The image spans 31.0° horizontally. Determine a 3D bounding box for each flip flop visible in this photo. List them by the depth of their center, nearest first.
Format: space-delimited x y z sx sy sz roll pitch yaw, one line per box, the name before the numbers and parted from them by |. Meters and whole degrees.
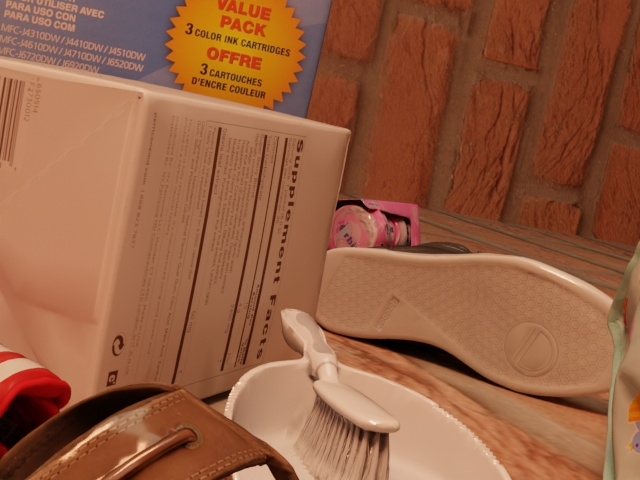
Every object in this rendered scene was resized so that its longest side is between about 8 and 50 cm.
flip flop | -0.081 0.083 0.383 0.277 0.080 0.112 11 6 -4

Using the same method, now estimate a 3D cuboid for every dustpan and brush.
dustpan and brush | 0.006 0.086 0.615 0.147 0.060 0.211 10 7 -19

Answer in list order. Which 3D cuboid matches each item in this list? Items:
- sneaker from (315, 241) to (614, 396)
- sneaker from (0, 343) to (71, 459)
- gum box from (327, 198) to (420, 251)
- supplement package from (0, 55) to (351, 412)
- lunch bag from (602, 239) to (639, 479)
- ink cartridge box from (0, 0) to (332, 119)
sneaker | 0.147 0.053 0.967 0.295 0.105 0.147 11 10 33
sneaker | -0.190 0.064 0.503 0.128 0.087 0.221 41 -18 -20
gum box | 0.000 0.000 1.127 0.188 0.062 0.107 -6 -5 33
supplement package | -0.122 -0.009 0.700 0.177 0.175 0.293 13 6 20
lunch bag | 0.267 0.092 0.595 0.223 0.160 0.262 16 31 5
ink cartridge box | -0.143 -0.151 0.927 0.269 0.396 0.151 10 7 -16
